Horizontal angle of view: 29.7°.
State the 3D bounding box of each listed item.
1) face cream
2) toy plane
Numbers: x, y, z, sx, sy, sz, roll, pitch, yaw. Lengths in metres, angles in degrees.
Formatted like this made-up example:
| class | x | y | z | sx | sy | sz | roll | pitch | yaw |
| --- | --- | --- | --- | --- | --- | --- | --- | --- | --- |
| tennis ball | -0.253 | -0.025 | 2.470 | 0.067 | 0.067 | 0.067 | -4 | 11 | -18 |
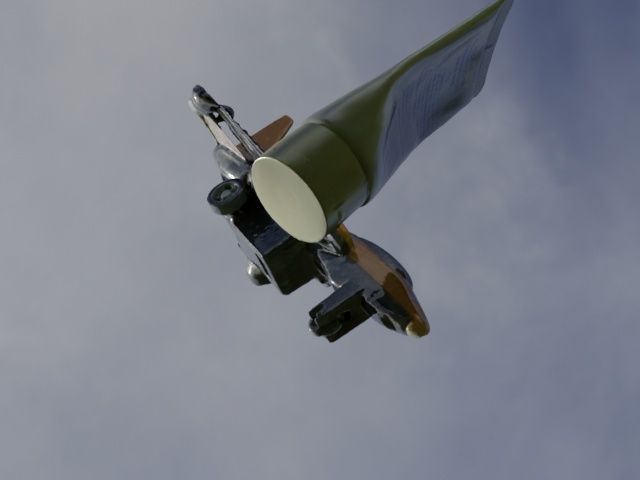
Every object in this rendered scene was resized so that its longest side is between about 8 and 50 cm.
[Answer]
| class | x | y | z | sx | sy | sz | roll | pitch | yaw |
| --- | --- | --- | --- | --- | --- | --- | --- | --- | --- |
| face cream | 0.053 | -0.088 | 0.851 | 0.070 | 0.114 | 0.224 | 40 | -119 | 17 |
| toy plane | -0.011 | 0.007 | 0.945 | 0.103 | 0.316 | 0.204 | -31 | -54 | -3 |
